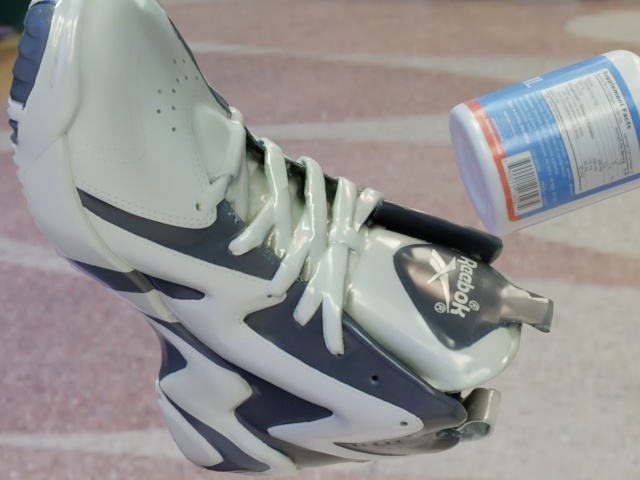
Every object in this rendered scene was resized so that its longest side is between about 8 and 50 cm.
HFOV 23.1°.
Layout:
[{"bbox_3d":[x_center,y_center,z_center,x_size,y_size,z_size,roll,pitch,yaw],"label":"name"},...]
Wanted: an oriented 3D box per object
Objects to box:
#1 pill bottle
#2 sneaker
[{"bbox_3d":[0.235,-0.095,1.378,0.222,0.124,0.124,-19,24,-5],"label":"pill bottle"},{"bbox_3d":[0.000,0.000,0.542,0.153,0.235,0.094,0,40,22],"label":"sneaker"}]
